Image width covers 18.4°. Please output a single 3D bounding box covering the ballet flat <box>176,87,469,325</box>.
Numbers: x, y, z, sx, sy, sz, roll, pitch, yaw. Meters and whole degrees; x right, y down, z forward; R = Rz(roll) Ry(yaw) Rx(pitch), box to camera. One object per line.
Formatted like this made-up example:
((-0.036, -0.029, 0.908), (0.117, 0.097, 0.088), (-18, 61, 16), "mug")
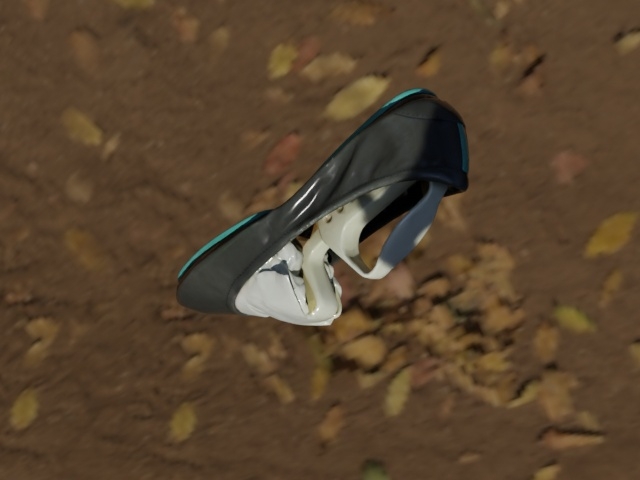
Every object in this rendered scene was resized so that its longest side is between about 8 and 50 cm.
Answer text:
((0.000, 0.000, 1.454), (0.095, 0.280, 0.096), (8, 51, -49), "ballet flat")
